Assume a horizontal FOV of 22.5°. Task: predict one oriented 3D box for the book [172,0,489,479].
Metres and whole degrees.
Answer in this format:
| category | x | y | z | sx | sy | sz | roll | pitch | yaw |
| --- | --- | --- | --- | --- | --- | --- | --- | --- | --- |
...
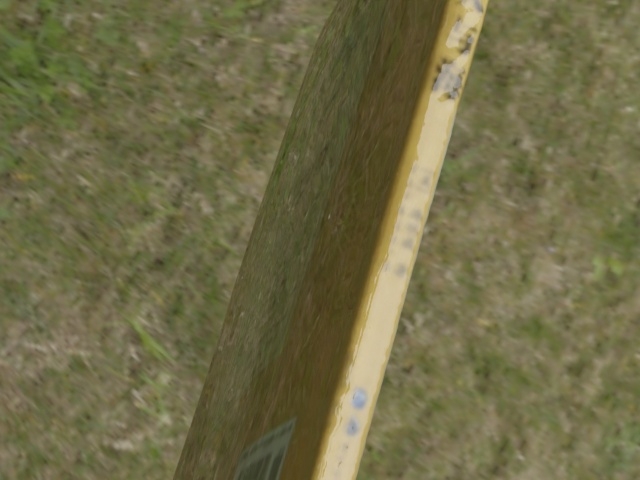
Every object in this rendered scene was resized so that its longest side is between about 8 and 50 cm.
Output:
| category | x | y | z | sx | sy | sz | roll | pitch | yaw |
| --- | --- | --- | --- | --- | --- | --- | --- | --- | --- |
| book | 0.000 | 0.000 | 0.704 | 0.032 | 0.269 | 0.389 | 23 | 63 | -10 |
